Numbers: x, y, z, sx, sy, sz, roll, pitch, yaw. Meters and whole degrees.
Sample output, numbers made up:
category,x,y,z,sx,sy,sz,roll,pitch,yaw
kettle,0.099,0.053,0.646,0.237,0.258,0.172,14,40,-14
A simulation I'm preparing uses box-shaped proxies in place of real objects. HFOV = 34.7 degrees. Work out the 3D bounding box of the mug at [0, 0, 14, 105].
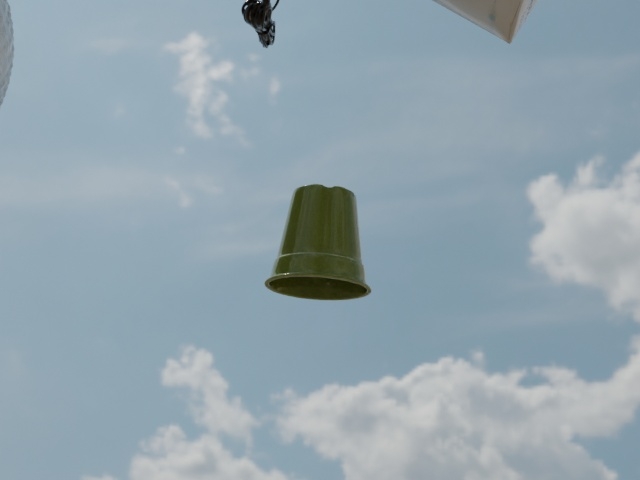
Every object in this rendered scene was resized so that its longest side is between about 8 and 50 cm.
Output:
category,x,y,z,sx,sy,sz,roll,pitch,yaw
mug,-0.403,-0.231,0.956,0.276,0.374,0.328,31,-14,-18

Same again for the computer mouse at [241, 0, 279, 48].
category,x,y,z,sx,sy,sz,roll,pitch,yaw
computer mouse,-0.069,-0.415,1.462,0.060,0.262,0.184,16,4,2

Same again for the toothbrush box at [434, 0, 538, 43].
category,x,y,z,sx,sy,sz,roll,pitch,yaw
toothbrush box,0.208,-0.413,1.171,0.216,0.295,0.126,31,-9,10

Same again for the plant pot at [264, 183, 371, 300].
category,x,y,z,sx,sy,sz,roll,pitch,yaw
plant pot,0.000,0.000,0.804,0.083,0.079,0.083,3,-16,1
